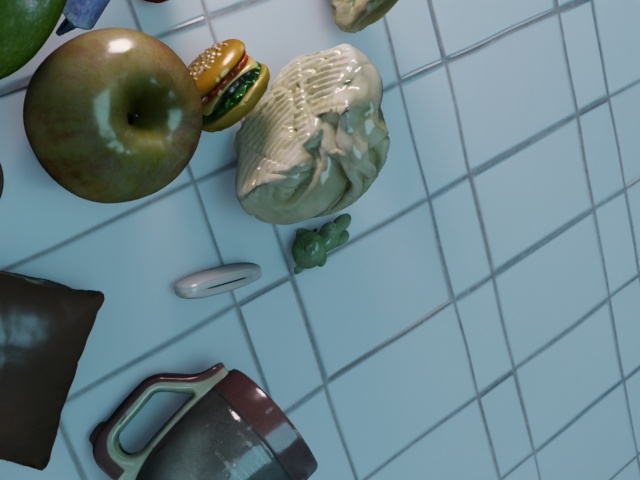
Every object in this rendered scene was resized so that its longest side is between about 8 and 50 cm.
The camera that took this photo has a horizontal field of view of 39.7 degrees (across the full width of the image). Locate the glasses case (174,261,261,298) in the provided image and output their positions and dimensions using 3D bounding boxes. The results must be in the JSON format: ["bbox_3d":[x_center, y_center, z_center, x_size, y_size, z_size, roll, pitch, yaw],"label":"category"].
[{"bbox_3d":[-0.180,0.070,1.569,0.164,0.063,0.041,-15,107,-34],"label":"glasses case"}]

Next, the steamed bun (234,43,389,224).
[{"bbox_3d":[-0.001,-0.168,1.550,0.320,0.275,0.206,-36,138,15],"label":"steamed bun"}]

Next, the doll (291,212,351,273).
[{"bbox_3d":[0.000,0.000,1.694,0.150,0.077,0.115,-30,152,-40],"label":"doll"}]

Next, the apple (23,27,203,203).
[{"bbox_3d":[-0.312,-0.184,1.325,0.256,0.234,0.257,-4,97,-36],"label":"apple"}]

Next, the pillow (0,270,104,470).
[{"bbox_3d":[-0.508,0.189,1.326,0.307,0.108,0.305,18,92,-35],"label":"pillow"}]

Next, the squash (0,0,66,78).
[{"bbox_3d":[-0.442,-0.364,1.184,0.310,0.310,0.309,-18,122,-32],"label":"squash"}]

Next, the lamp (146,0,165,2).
[{"bbox_3d":[-0.256,-0.426,1.411,0.101,0.090,0.101,-37,161,-15],"label":"lamp"}]

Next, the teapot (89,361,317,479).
[{"bbox_3d":[-0.217,0.372,1.521,0.312,0.233,0.315,-38,89,-19],"label":"teapot"}]

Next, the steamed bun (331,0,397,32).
[{"bbox_3d":[0.071,-0.484,1.608,0.155,0.172,0.141,50,27,2],"label":"steamed bun"}]

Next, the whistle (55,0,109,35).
[{"bbox_3d":[-0.309,-0.428,1.334,0.062,0.062,0.304,40,61,-34],"label":"whistle"}]

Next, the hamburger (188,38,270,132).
[{"bbox_3d":[-0.164,-0.256,1.472,0.115,0.162,0.162,45,71,-25],"label":"hamburger"}]

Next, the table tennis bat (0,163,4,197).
[{"bbox_3d":[-0.558,-0.110,1.300,0.170,0.119,0.107,72,30,-47],"label":"table tennis bat"}]
